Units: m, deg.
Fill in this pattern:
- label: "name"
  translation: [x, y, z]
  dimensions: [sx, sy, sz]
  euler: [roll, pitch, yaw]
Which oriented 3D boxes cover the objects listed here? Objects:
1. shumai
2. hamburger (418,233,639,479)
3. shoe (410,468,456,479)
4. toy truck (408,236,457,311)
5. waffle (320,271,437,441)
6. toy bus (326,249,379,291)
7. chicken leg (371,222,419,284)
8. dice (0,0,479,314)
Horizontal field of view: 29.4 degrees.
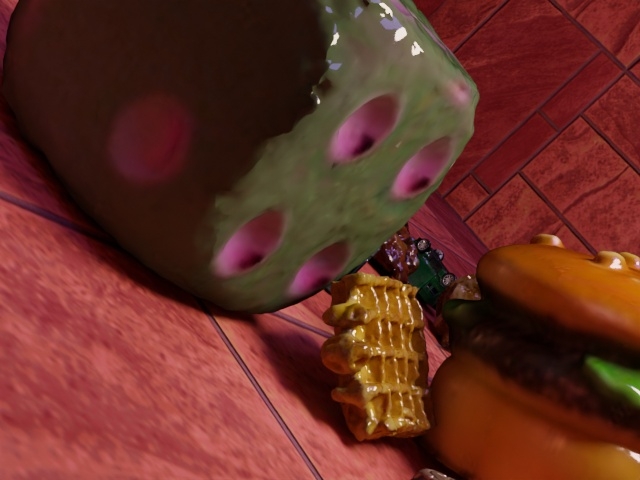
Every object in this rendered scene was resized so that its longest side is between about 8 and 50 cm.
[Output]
- label: "shumai"
  translation: [0.235, 0.120, 1.933]
  dimensions: [0.116, 0.145, 0.145]
  euler: [12, 34, -56]
- label: "hamburger"
  translation: [0.307, 0.150, 1.328]
  dimensions: [0.396, 0.277, 0.396]
  euler: [21, 3, -1]
- label: "shoe"
  translation: [0.124, 0.272, 0.992]
  dimensions: [0.180, 0.092, 0.089]
  euler: [46, 5, 15]
- label: "toy truck"
  translation: [0.187, 0.059, 2.085]
  dimensions: [0.065, 0.079, 0.147]
  euler: [36, 14, -50]
- label: "waffle"
  translation: [0.055, 0.117, 1.195]
  dimensions: [0.211, 0.055, 0.160]
  euler: [17, 65, -70]
- label: "toy bus"
  translation: [0.000, 0.000, 1.516]
  dimensions: [0.103, 0.091, 0.182]
  euler: [47, 8, 14]
- label: "chicken leg"
  translation: [0.079, -0.007, 1.930]
  dimensions: [0.322, 0.083, 0.177]
  euler: [38, 28, -51]
- label: "dice"
  translation: [-0.067, -0.147, 1.134]
  dimensions: [0.318, 0.330, 0.322]
  euler: [50, 12, 25]
